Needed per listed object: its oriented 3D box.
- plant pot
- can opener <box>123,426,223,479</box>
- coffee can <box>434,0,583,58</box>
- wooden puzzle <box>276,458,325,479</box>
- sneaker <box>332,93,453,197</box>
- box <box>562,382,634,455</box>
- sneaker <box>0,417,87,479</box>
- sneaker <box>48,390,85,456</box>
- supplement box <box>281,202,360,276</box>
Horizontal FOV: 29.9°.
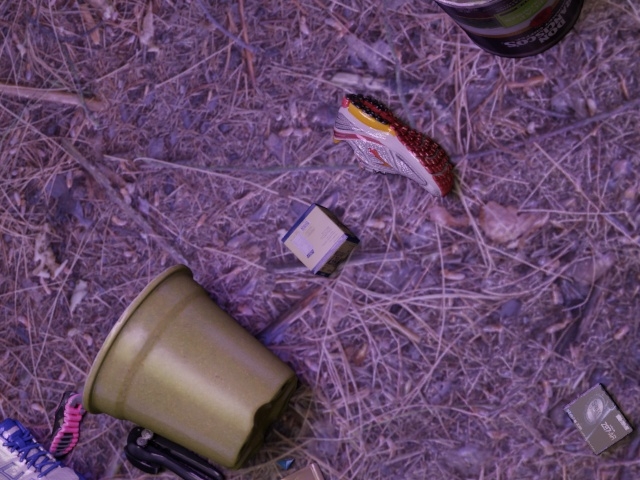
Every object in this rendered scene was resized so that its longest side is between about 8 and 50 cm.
[{"bbox_3d":[-0.185,0.218,1.873,0.254,0.276,0.276,31,96,11],"label":"plant pot"},{"bbox_3d":[-0.242,0.360,1.977,0.186,0.073,0.059,18,52,20],"label":"can opener"},{"bbox_3d":[0.256,-0.395,1.734,0.202,0.275,0.201,-3,83,23],"label":"coffee can"},{"bbox_3d":[-0.024,0.397,1.897,0.079,0.014,0.116,-21,76,15],"label":"wooden puzzle"},{"bbox_3d":[0.114,-0.136,1.878,0.225,0.088,0.092,40,120,22],"label":"sneaker"},{"bbox_3d":[0.402,0.258,1.733,0.067,0.018,0.083,-38,71,15],"label":"box"},{"bbox_3d":[-0.514,0.373,2.021,0.296,0.112,0.131,10,111,28],"label":"sneaker"},{"bbox_3d":[-0.443,0.314,2.072,0.057,0.047,0.119,24,93,45],"label":"sneaker"},{"bbox_3d":[0.000,0.000,1.911,0.083,0.056,0.083,45,101,21],"label":"supplement box"}]
